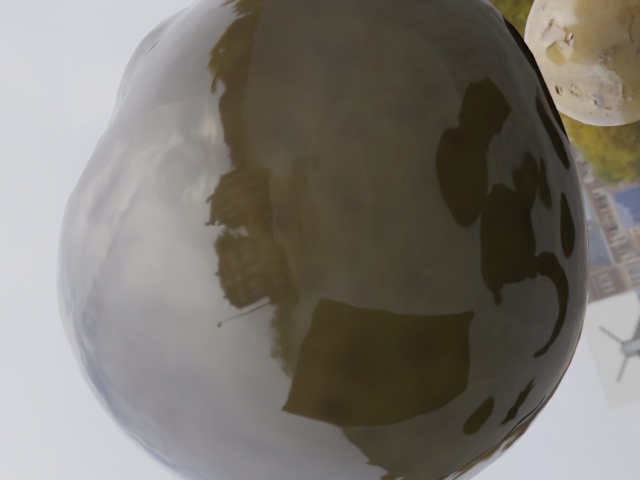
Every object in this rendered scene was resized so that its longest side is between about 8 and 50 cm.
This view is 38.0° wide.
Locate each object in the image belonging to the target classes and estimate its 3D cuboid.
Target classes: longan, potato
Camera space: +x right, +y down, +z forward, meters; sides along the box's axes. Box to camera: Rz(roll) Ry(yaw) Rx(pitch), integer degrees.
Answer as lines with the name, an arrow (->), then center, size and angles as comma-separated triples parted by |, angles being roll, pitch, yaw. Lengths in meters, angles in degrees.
longan -> 0.000, 0.000, 0.441 | 0.258, 0.258, 0.258 | 49, -150, -41
potato -> 0.211, -0.150, 0.603 | 0.109, 0.178, 0.118 | 46, 166, 37
